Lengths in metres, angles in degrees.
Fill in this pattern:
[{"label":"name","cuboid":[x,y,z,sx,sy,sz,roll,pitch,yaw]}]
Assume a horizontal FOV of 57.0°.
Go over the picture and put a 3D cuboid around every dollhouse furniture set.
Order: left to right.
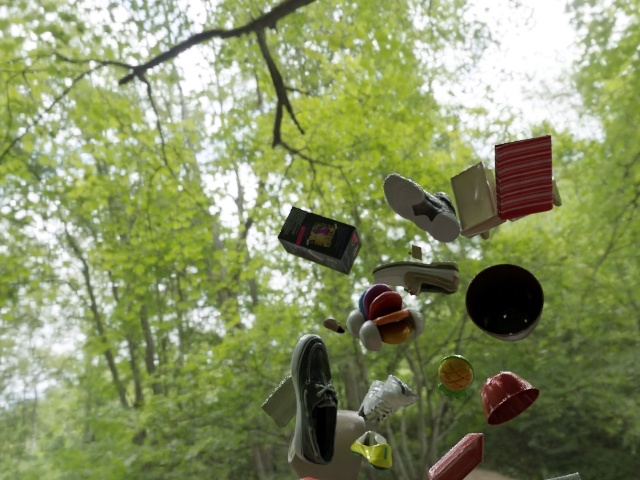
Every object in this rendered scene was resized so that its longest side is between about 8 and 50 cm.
[{"label":"dollhouse furniture set","cuboid":[0.727,-0.121,2.389,0.394,0.257,0.362,18,-34,-39]}]

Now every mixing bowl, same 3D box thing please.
[{"label":"mixing bowl","cuboid":[0.545,0.457,1.752,0.181,0.098,0.182,-18,-42,-17]}]

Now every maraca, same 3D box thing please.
[{"label":"maraca","cuboid":[0.468,0.476,2.050,0.127,0.099,0.186,13,-60,20]}]

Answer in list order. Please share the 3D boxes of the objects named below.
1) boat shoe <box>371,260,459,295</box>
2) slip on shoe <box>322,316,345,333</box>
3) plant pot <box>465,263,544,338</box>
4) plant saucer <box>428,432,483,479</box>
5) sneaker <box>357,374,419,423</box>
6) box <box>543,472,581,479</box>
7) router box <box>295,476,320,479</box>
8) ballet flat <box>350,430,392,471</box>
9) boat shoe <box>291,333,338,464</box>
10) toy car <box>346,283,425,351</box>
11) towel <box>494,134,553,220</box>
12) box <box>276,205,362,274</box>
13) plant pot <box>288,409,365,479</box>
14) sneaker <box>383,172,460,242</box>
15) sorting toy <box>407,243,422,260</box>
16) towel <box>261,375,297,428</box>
[{"label":"boat shoe","cuboid":[0.328,0.136,2.041,0.302,0.104,0.113,-3,-25,10]},{"label":"slip on shoe","cuboid":[0.059,0.369,2.525,0.051,0.041,0.135,-51,-41,-1]},{"label":"plant pot","cuboid":[0.558,0.211,1.746,0.215,0.216,0.230,-24,-33,13]},{"label":"plant saucer","cuboid":[0.485,0.820,2.138,0.258,0.047,0.259,-36,-40,-16]},{"label":"sneaker","cuboid":[0.200,0.487,1.760,0.129,0.111,0.297,-50,-4,-24]},{"label":"box","cuboid":[0.587,0.649,1.384,0.090,0.171,0.130,-16,-28,9]},{"label":"router box","cuboid":[0.037,0.781,1.437,0.082,0.336,0.301,2,-11,-37]},{"label":"ballet flat","cuboid":[0.141,0.555,1.582,0.077,0.077,0.231,10,-10,-11]},{"label":"boat shoe","cuboid":[-0.004,0.375,1.403,0.108,0.302,0.102,11,-15,-35]},{"label":"toy car","cuboid":[0.152,0.174,1.431,0.159,0.136,0.182,-17,19,-17]},{"label":"towel","cuboid":[0.699,-0.211,2.020,0.198,0.031,0.275,-11,-66,1]},{"label":"box","cuboid":[0.000,0.000,2.199,0.270,0.144,0.165,20,-17,20]},{"label":"plant pot","cuboid":[0.005,0.670,1.889,0.190,0.284,0.284,18,-34,-9]},{"label":"sneaker","cuboid":[0.298,-0.110,1.733,0.101,0.268,0.153,-49,5,27]},{"label":"sorting toy","cuboid":[0.381,0.045,2.381,0.012,0.062,0.083,-19,21,-31]},{"label":"towel","cuboid":[-0.111,0.519,1.906,0.148,0.110,0.027,-43,0,-27]}]
